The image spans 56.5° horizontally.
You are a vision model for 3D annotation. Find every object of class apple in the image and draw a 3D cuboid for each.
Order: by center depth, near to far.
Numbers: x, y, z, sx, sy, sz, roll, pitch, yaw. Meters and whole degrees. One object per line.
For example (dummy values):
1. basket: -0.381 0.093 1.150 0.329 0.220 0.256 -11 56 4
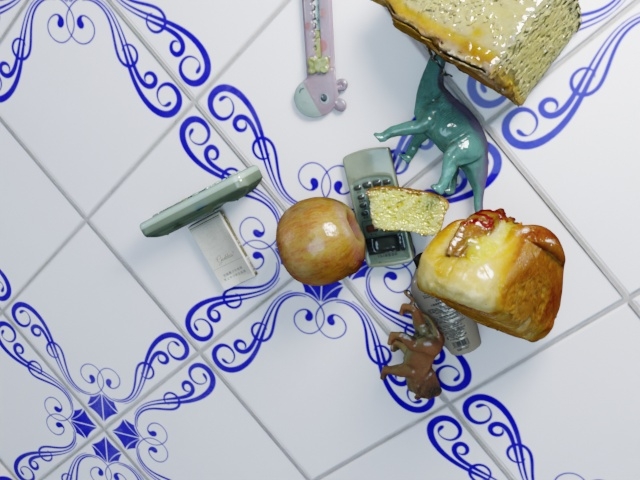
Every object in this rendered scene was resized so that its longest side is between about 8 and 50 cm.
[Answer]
1. apple: 0.000 0.000 1.387 0.188 0.211 0.211 -20 100 15

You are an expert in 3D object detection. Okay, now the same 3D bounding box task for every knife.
1. knife: -0.008 -0.477 1.328 0.132 0.038 0.399 2 107 15

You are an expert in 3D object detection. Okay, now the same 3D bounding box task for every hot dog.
1. hot dog: 0.369 0.062 1.223 0.185 0.405 0.223 21 86 40

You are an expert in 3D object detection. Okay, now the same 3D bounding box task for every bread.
1. bread: 0.313 -0.435 1.173 0.248 0.279 0.315 -53 54 14
2. bread: 0.192 -0.069 1.345 0.187 0.065 0.103 4 104 3

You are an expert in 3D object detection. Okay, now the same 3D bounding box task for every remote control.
1. remote control: 0.137 -0.077 1.407 0.123 0.038 0.285 -8 104 21
2. remote control: -0.299 -0.092 1.498 0.335 0.128 0.066 -24 98 24

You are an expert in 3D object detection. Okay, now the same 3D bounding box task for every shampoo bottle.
1. shampoo bottle: 0.289 0.144 1.404 0.127 0.078 0.257 -22 102 27

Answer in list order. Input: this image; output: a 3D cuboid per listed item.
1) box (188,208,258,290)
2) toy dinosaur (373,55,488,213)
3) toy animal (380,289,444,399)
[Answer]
1. box: -0.257 0.027 1.577 0.109 0.029 0.198 -25 99 23
2. toy dinosaur: 0.316 -0.266 1.266 0.383 0.129 0.331 40 106 2
3. toy animal: 0.238 0.276 1.435 0.157 0.097 0.312 20 133 16
